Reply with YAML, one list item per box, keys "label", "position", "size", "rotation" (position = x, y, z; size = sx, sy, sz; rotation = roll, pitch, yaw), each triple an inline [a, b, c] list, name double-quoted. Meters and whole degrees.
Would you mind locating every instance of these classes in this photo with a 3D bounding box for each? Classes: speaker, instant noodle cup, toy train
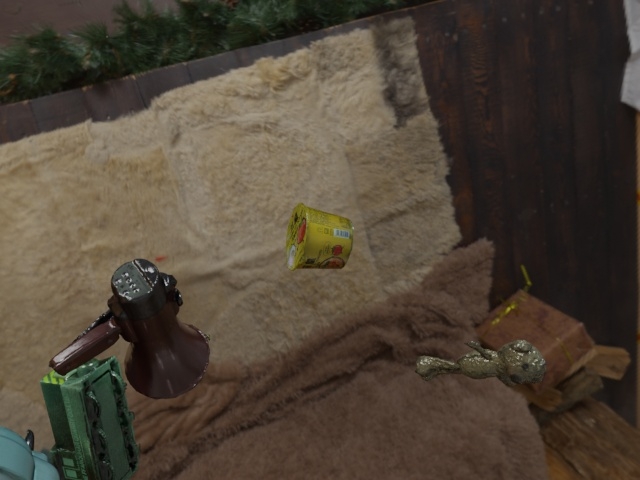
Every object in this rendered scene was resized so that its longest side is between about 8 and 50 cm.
- label: "speaker"
  position: [-0.393, 0.186, 1.251]
  size: [0.259, 0.198, 0.329]
  rotation: [-15, 143, -3]
- label: "instant noodle cup"
  position: [0.000, 0.000, 1.614]
  size: [0.144, 0.182, 0.182]
  rotation: [9, 104, -18]
- label: "toy train"
  position: [-0.519, 0.412, 1.348]
  size: [0.178, 0.138, 0.330]
  rotation: [1, 108, 20]

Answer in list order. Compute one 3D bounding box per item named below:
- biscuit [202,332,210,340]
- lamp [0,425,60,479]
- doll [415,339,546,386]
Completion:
- label: "biscuit"
  position: [-0.483, 0.286, 1.861]
  size: [0.291, 0.048, 0.026]
  rotation: [5, 73, -4]
- label: "lamp"
  position: [-0.454, 0.308, 0.758]
  size: [0.209, 0.147, 0.284]
  rotation: [-20, 158, 10]
- label: "doll"
  position: [0.353, 0.277, 1.362]
  size: [0.285, 0.091, 0.203]
  rotation: [10, 134, 21]
